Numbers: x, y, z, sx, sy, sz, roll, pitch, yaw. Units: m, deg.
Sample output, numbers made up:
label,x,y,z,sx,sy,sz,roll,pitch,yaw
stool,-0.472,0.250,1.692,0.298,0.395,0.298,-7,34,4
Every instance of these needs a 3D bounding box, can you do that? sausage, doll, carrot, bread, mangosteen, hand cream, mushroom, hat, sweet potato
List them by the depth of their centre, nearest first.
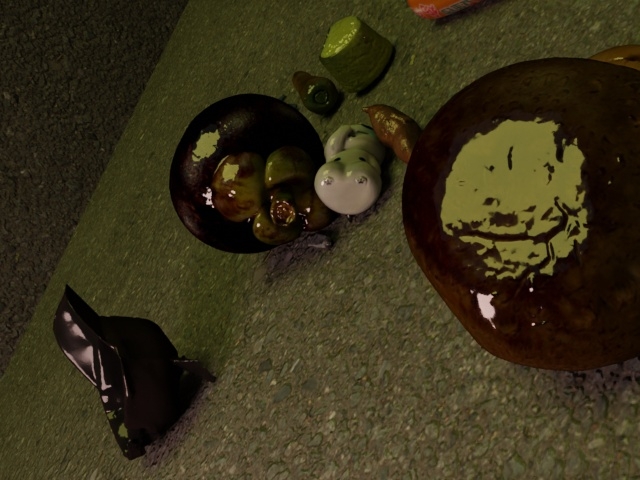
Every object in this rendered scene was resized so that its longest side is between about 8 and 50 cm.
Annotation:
label,x,y,z,sx,sy,sz,roll,pitch,yaw
mushroom,0.242,-0.033,1.042,0.345,0.345,0.239,-48,-11,20
bread,0.343,-0.185,1.240,0.114,0.077,0.189,-42,8,-29
sweet potato,0.140,-0.164,1.658,0.068,0.068,0.226,-51,42,12
doll,0.053,-0.126,1.708,0.110,0.107,0.181,1,49,11
hand cream,0.000,0.000,1.761,0.030,0.019,0.093,-58,21,-7
sausage,0.246,-0.451,1.778,0.312,0.093,0.093,-8,52,61
mangosteen,-0.108,-0.113,1.820,0.313,0.297,0.297,12,62,18
hat,-0.333,0.204,1.873,0.209,0.336,0.238,-25,-12,-29
bread,0.072,-0.363,1.979,0.111,0.114,0.129,-21,44,44
carrot,-0.023,-0.329,2.179,0.078,0.078,0.298,-53,20,8

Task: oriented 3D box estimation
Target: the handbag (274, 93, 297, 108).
label,x,y,z,sx,sy,sz,roll,pitch,yaw
handbag,-0.148,-0.238,2.317,0.229,0.062,0.179,-14,44,58
